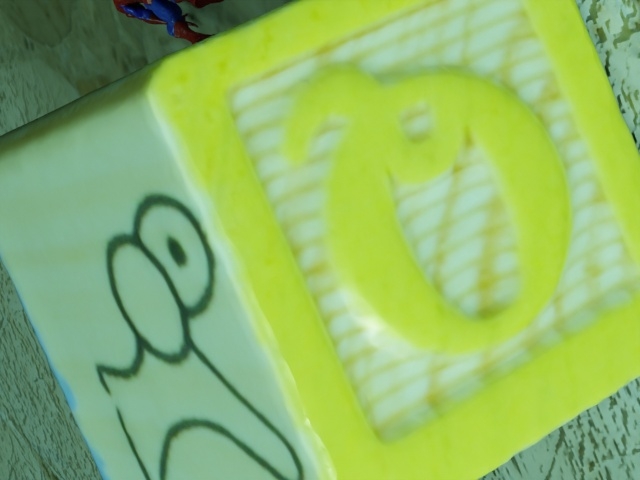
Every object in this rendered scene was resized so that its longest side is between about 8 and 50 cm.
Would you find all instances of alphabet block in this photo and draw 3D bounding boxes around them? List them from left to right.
[{"bbox_3d":[0.000,0.000,0.718,0.197,0.193,0.192,-11,106,59],"label":"alphabet block"}]

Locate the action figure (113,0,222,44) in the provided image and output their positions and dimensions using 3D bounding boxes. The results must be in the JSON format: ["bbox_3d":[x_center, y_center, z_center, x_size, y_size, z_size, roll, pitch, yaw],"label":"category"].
[{"bbox_3d":[-0.082,-0.127,0.903,0.115,0.030,0.038,30,132,49],"label":"action figure"}]
